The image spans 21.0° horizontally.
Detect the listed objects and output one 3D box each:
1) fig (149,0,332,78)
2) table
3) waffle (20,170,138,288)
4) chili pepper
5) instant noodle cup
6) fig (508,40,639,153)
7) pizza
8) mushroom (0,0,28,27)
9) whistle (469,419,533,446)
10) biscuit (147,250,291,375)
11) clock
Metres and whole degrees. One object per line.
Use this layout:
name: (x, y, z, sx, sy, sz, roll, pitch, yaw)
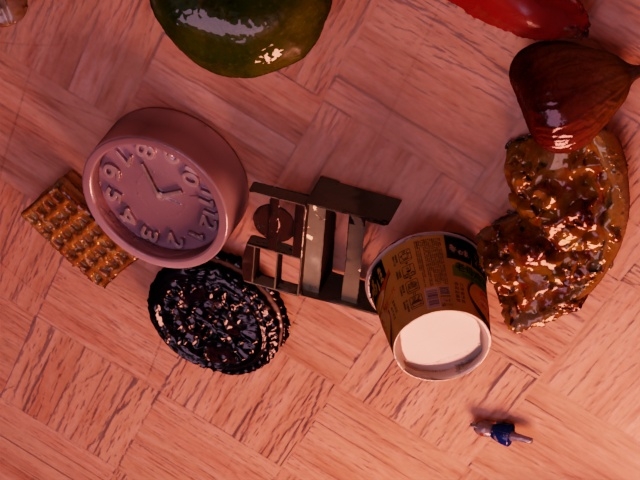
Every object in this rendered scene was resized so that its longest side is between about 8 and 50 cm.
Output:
fig: (-0.075, -0.269, 1.852, 0.203, 0.235, 0.203, 0, 87, 7)
table: (0.000, 0.000, 2.071, 0.175, 0.062, 0.146, 16, 131, 13)
waffle: (-0.303, -0.013, 2.225, 0.148, 0.042, 0.102, 44, 134, -11)
chili pepper: (0.109, -0.311, 1.741, 0.387, 0.110, 0.110, 36, 133, -8)
instant noodle cup: (0.130, 0.081, 1.999, 0.151, 0.122, 0.151, -2, 130, -2)
fig: (0.269, -0.151, 1.780, 0.153, 0.119, 0.119, -4, 124, 30)
pizza: (0.254, -0.011, 1.922, 0.161, 0.085, 0.305, 23, 132, 9)
mushroom: (-0.423, -0.332, 2.008, 0.210, 0.072, 0.094, 48, 130, -10)
whistle: (0.228, 0.243, 2.178, 0.083, 0.029, 0.033, 13, 168, 24)
biscuit: (-0.132, 0.092, 2.218, 0.195, 0.053, 0.194, 14, 132, 16)
clock: (-0.190, -0.063, 2.112, 0.197, 0.068, 0.197, 13, 130, 16)
